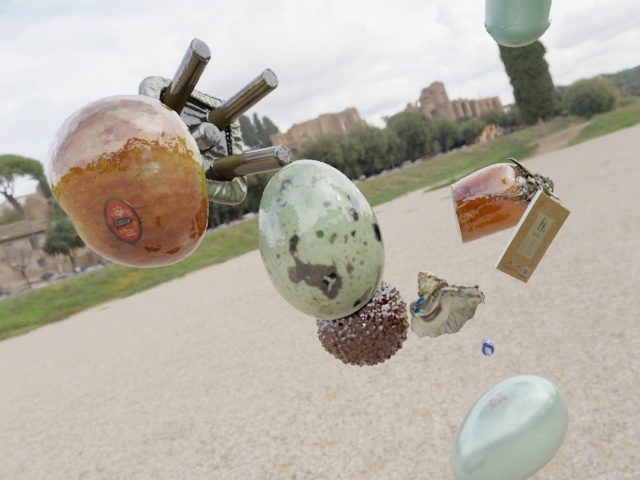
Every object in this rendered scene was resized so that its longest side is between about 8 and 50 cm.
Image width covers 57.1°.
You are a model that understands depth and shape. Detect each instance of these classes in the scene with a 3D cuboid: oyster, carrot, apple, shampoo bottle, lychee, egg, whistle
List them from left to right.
[{"bbox_3d":[-0.339,-0.096,1.034,0.250,0.310,0.277,-16,15,-26],"label":"apple"},{"bbox_3d":[0.000,0.000,1.366,0.287,0.380,0.287,-15,1,0],"label":"egg"},{"bbox_3d":[0.116,0.223,1.627,0.264,0.264,0.300,-18,-5,-2],"label":"lychee"},{"bbox_3d":[0.304,0.167,1.484,0.214,0.083,0.223,9,-50,-26],"label":"oyster"},{"bbox_3d":[0.386,0.249,1.352,0.029,0.033,0.083,-42,0,17],"label":"whistle"},{"bbox_3d":[0.519,-0.126,1.732,0.331,0.193,0.214,-19,-32,28],"label":"carrot"},{"bbox_3d":[0.492,0.517,1.556,0.371,0.230,0.230,-51,-4,10],"label":"egg"},{"bbox_3d":[0.428,-0.599,1.266,0.151,0.350,0.222,4,28,21],"label":"shampoo bottle"}]

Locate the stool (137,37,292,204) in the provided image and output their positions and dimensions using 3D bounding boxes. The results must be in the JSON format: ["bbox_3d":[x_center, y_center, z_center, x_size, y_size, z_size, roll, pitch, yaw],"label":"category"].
[{"bbox_3d":[-0.253,-0.272,1.418,0.226,0.311,0.310,-22,-20,40],"label":"stool"}]

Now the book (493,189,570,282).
[{"bbox_3d":[0.422,-0.004,1.171,0.118,0.172,0.012,23,10,-37],"label":"book"}]
